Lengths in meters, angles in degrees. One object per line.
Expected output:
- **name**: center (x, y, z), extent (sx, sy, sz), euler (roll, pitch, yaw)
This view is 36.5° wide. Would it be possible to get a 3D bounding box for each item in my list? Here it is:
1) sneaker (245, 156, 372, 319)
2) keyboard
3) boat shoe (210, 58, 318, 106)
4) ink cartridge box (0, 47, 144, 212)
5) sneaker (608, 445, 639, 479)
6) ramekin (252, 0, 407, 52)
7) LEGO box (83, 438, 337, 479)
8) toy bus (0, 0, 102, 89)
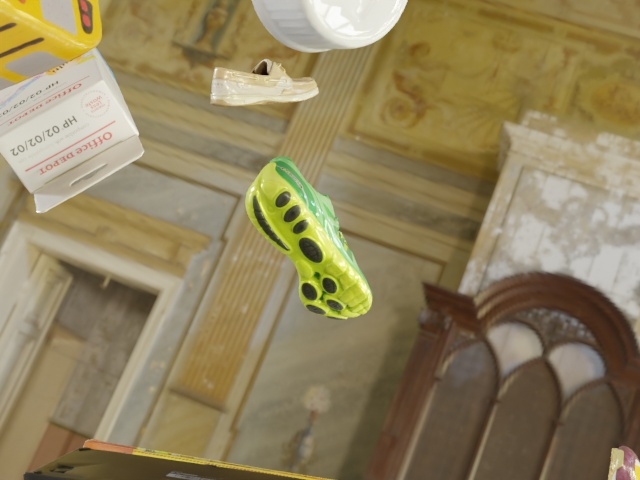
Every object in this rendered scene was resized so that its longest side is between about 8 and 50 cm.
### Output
- **sneaker**: center (0.000, 0.000, 1.390), extent (0.109, 0.124, 0.296), euler (-10, -50, 25)
- **keyboard**: center (-0.140, 0.256, 0.949), extent (0.317, 0.033, 0.201), euler (4, 2, 14)
- **boat shoe**: center (-0.072, -0.215, 1.309), extent (0.170, 0.059, 0.063), euler (-13, 17, -40)
- **ink cartridge box**: center (-0.223, -0.109, 0.832), extent (0.062, 0.104, 0.181), euler (62, -3, -37)
- **sneaker**: center (0.393, 0.305, 1.140), extent (0.083, 0.070, 0.185), euler (-4, -46, 30)
- **ramekin**: center (0.026, -0.456, 1.651), extent (0.277, 0.277, 0.135), euler (35, -9, -38)
- **LEGO box**: center (-0.118, 0.446, 1.351), extent (0.500, 0.193, 0.372), euler (13, -27, -14)
- **toy bus**: center (-0.289, -0.102, 0.493), extent (0.332, 0.108, 0.130), euler (-17, -12, 19)
